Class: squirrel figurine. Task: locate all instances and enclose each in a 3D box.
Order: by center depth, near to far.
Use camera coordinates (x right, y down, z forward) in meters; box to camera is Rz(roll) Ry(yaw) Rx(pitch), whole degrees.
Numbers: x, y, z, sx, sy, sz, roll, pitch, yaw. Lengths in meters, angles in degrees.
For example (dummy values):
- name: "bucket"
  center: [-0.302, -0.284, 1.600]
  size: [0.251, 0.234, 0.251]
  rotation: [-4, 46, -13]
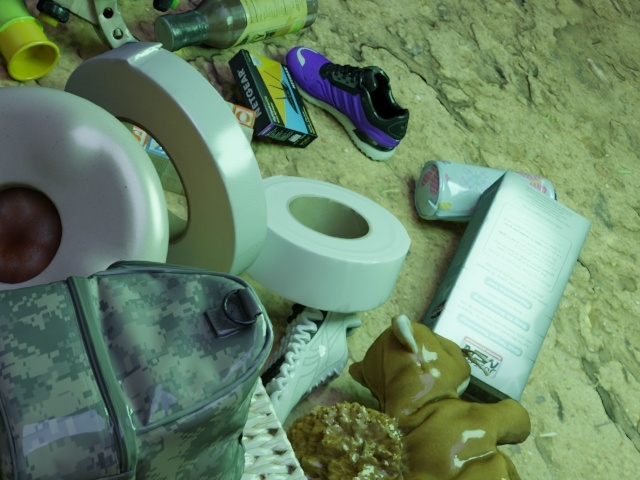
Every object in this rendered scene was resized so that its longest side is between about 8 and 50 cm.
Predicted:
- name: "squirrel figurine"
  center: [0.126, 0.300, 1.394]
  size: [0.397, 0.281, 0.370]
  rotation: [-9, 65, -26]

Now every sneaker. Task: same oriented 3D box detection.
- name: "sneaker"
  center: [-0.018, 0.196, 1.520]
  size: [0.118, 0.110, 0.292]
  rotation: [36, 50, -10]
- name: "sneaker"
  center: [0.064, -0.303, 1.867]
  size: [0.293, 0.146, 0.102]
  rotation: [43, 51, 6]

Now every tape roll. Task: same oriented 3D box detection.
- name: "tape roll"
  center: [-0.240, -0.101, 1.429]
  size: [0.392, 0.392, 0.072]
  rotation: [47, 52, 11]
- name: "tape roll"
  center: [0.000, 0.000, 1.586]
  size: [0.286, 0.100, 0.286]
  rotation: [15, 27, -8]

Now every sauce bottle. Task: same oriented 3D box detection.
- name: "sauce bottle"
  center: [-0.165, -0.438, 1.878]
  size: [0.344, 0.111, 0.111]
  rotation: [-22, 69, -33]

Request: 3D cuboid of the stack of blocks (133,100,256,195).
- name: "stack of blocks"
  center: [-0.276, -0.188, 1.666]
  size: [0.297, 0.087, 0.171]
  rotation: [18, 52, -13]

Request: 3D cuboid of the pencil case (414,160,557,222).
- name: "pencil case"
  center: [0.320, -0.080, 1.857]
  size: [0.273, 0.113, 0.124]
  rotation: [9, 68, -20]

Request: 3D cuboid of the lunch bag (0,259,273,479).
- name: "lunch bag"
  center: [-0.182, 0.169, 0.919]
  size: [0.256, 0.305, 0.212]
  rotation: [-11, 54, -21]

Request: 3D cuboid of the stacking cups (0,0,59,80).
- name: "stacking cups"
  center: [-0.577, -0.428, 1.687]
  size: [0.096, 0.096, 0.316]
  rotation: [-23, 69, -35]

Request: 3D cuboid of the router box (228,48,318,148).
- name: "router box"
  center: [-0.090, -0.267, 1.806]
  size: [0.133, 0.046, 0.179]
  rotation: [9, 51, -50]

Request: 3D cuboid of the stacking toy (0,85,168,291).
- name: "stacking toy"
  center: [-0.337, 0.019, 1.277]
  size: [0.351, 0.480, 0.350]
  rotation: [0, 82, 3]

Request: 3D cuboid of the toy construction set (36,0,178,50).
- name: "toy construction set"
  center: [-0.399, -0.484, 1.709]
  size: [0.237, 0.257, 0.309]
  rotation: [18, 28, -27]

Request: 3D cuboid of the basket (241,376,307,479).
- name: "basket"
  center: [-0.216, 0.344, 1.183]
  size: [0.328, 0.331, 0.266]
  rotation: [-8, 57, -28]

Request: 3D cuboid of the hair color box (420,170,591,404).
- name: "hair color box"
  center: [0.315, 0.087, 1.677]
  size: [0.185, 0.113, 0.374]
  rotation: [30, 66, -4]
